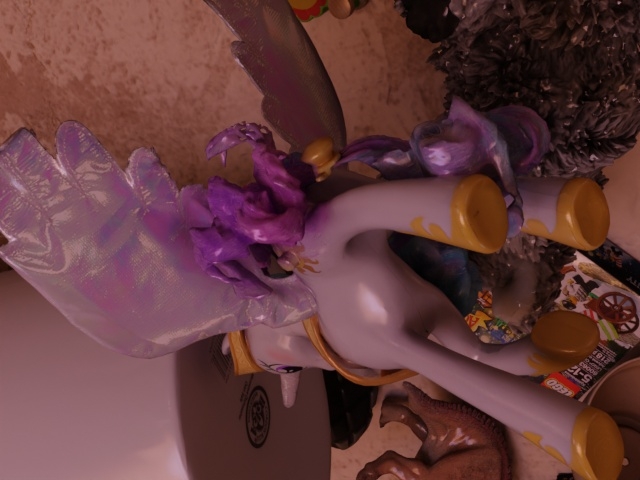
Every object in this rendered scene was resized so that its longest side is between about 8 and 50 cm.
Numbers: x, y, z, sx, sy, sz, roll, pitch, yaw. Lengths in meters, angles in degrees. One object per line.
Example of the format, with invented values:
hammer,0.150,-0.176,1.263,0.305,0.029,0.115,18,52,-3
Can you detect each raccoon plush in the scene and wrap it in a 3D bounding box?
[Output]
raccoon plush,0.240,-0.099,0.877,0.446,0.216,0.299,-5,115,31

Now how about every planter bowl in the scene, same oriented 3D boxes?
planter bowl,0.293,0.194,1.117,0.162,0.162,0.109,36,158,2

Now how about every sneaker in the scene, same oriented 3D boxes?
sneaker,-0.020,0.088,1.250,0.106,0.101,0.267,-2,113,42

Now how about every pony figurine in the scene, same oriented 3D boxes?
pony figurine,0.000,0.000,0.812,0.363,0.303,0.351,2,132,45

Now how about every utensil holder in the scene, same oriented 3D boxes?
utensil holder,-0.222,0.175,1.110,0.385,0.328,0.328,-11,116,21

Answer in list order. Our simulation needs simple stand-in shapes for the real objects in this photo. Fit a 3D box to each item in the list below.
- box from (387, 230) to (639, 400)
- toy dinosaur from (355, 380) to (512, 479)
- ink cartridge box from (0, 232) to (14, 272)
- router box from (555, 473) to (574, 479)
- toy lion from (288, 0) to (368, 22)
box,0.179,0.035,1.126,0.233,0.044,0.159,36,131,2
toy dinosaur,0.151,0.261,1.254,0.200,0.127,0.296,2,110,18
ink cartridge box,-0.296,0.073,1.335,0.193,0.088,0.235,-9,119,6
router box,0.270,0.294,1.166,0.133,0.179,0.046,-11,118,32
toy lion,-0.008,-0.234,1.054,0.096,0.034,0.100,17,128,27
